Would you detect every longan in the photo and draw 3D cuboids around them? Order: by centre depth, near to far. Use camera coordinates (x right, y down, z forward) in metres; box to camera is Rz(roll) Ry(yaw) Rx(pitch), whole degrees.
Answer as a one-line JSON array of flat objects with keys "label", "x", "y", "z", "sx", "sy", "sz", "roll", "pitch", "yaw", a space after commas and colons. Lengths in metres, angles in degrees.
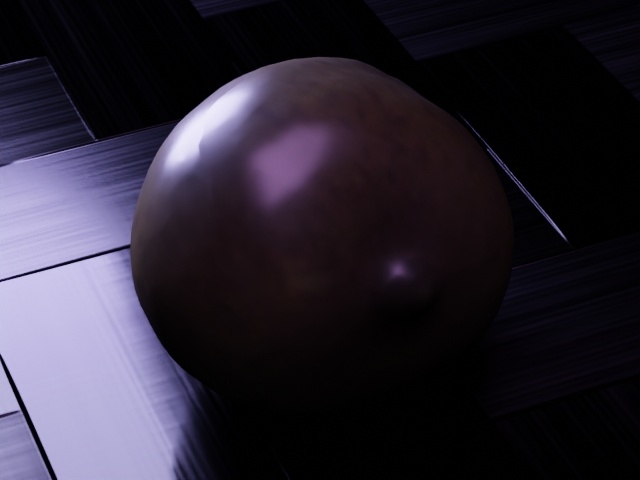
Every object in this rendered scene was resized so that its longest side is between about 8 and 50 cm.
[{"label": "longan", "x": 0.000, "y": 0.000, "z": 1.817, "sx": 0.361, "sy": 0.361, "sz": 0.361, "roll": -1, "pitch": 38, "yaw": 1}]
